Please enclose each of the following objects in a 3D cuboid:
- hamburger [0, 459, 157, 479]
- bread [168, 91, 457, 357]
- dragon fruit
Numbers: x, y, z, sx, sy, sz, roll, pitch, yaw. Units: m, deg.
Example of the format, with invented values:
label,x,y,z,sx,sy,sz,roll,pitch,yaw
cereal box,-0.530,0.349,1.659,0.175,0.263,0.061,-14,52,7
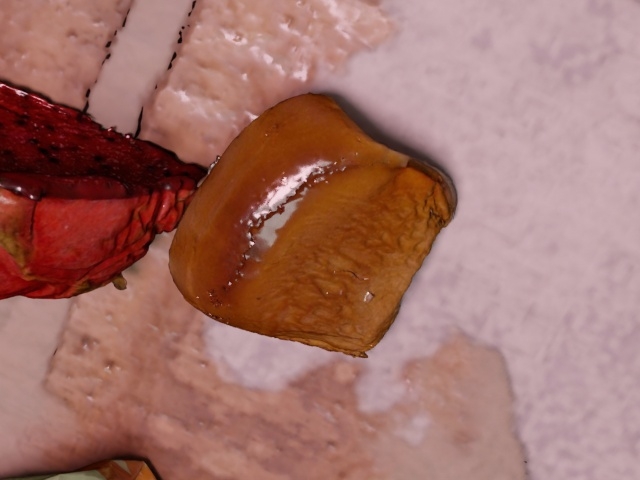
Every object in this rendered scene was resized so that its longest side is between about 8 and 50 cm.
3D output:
label,x,y,z,sx,sy,sz,roll,pitch,yaw
hamburger,-0.157,0.239,0.868,0.214,0.125,0.235,-19,103,24
bread,0.000,0.000,0.768,0.126,0.044,0.129,23,109,-21
dragon fruit,-0.147,-0.003,0.771,0.161,0.120,0.127,19,120,-4
